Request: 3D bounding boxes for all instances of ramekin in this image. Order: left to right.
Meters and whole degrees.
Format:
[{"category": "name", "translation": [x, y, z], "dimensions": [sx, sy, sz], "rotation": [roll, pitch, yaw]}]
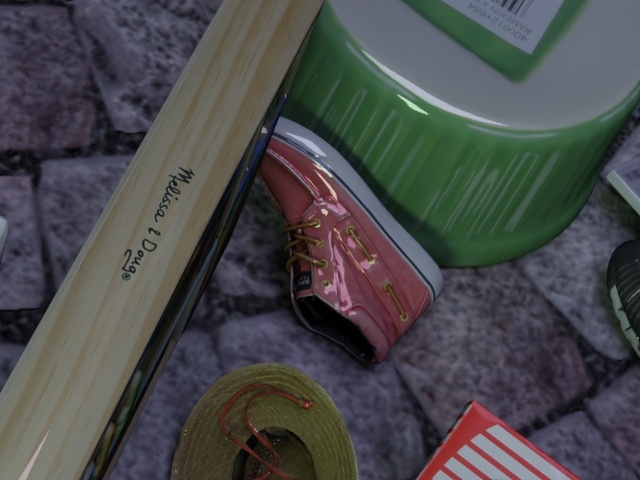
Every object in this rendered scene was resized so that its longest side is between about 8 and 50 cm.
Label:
[{"category": "ramekin", "translation": [0.095, -0.146, 1.108], "dimensions": [0.303, 0.148, 0.303], "rotation": [9, 57, -14]}]

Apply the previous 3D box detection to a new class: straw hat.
[{"category": "straw hat", "translation": [-0.022, 0.151, 0.933], "dimensions": [0.061, 0.144, 0.144], "rotation": [27, 39, -57]}]

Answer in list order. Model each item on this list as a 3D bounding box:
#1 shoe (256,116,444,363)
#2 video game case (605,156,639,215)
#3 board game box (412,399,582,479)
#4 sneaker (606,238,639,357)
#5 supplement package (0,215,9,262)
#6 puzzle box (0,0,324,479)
[{"category": "shoe", "translation": [0.000, 0.000, 1.018], "dimensions": [0.178, 0.063, 0.081], "rotation": [45, 60, -10]}, {"category": "video game case", "translation": [0.281, -0.016, 1.161], "dimensions": [0.122, 0.011, 0.087], "rotation": [50, 39, 15]}, {"category": "board game box", "translation": [0.126, 0.213, 0.923], "dimensions": [0.193, 0.045, 0.147], "rotation": [36, 83, 6]}, {"category": "sneaker", "translation": [0.292, 0.083, 1.061], "dimensions": [0.078, 0.106, 0.234], "rotation": [-20, 68, -29]}, {"category": "supplement package", "translation": [-0.275, 0.090, 0.799], "dimensions": [0.149, 0.203, 0.194], "rotation": [21, 56, -7]}, {"category": "puzzle box", "translation": [-0.119, 0.072, 0.825], "dimensions": [0.052, 0.272, 0.409], "rotation": [25, 55, -2]}]
